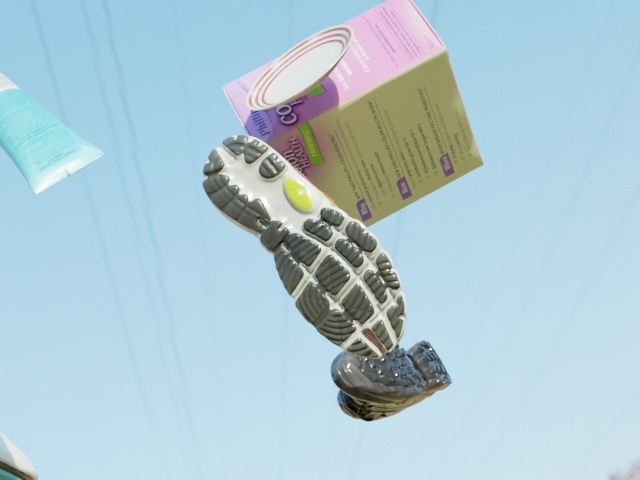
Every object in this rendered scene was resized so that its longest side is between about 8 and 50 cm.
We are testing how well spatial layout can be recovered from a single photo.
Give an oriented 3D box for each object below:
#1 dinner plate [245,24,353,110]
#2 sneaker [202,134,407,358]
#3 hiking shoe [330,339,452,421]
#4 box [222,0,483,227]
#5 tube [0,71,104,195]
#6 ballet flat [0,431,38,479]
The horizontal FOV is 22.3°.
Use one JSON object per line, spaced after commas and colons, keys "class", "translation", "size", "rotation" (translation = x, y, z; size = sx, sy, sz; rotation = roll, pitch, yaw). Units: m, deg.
{"class": "dinner plate", "translation": [-0.020, -0.182, 1.746], "size": [0.141, 0.141, 0.017], "rotation": [-27, -63, 22]}
{"class": "sneaker", "translation": [0.000, 0.000, 1.637], "size": [0.107, 0.279, 0.118], "rotation": [-42, -18, 10]}
{"class": "hiking shoe", "translation": [0.062, 0.171, 1.840], "size": [0.114, 0.086, 0.227], "rotation": [-39, -23, 21]}
{"class": "box", "translation": [0.042, -0.134, 1.905], "size": [0.243, 0.117, 0.213], "rotation": [-29, -40, -2]}
{"class": "tube", "translation": [-0.303, -0.115, 1.664], "size": [0.080, 0.207, 0.052], "rotation": [-37, -45, -13]}
{"class": "ballet flat", "translation": [-0.557, 0.231, 2.107], "size": [0.400, 0.139, 0.139], "rotation": [10, -26, -4]}
